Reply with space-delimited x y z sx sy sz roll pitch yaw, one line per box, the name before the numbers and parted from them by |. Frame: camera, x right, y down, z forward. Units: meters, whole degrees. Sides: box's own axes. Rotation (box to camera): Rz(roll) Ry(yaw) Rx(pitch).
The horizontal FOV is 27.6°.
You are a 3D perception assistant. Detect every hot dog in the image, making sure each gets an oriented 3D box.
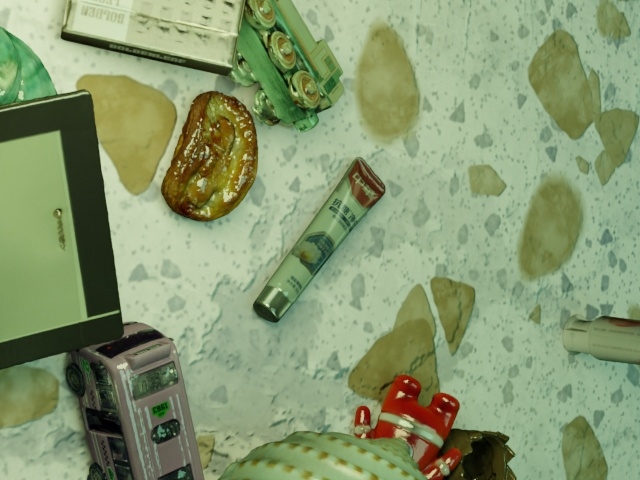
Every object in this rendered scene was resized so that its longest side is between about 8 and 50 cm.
hot dog | -0.119 -0.093 1.432 0.099 0.065 0.147 29 77 -34

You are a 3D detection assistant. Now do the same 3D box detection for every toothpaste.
toothpaste | 0.475 0.143 1.777 0.100 0.323 0.066 -22 106 -37
toothpaste | 0.000 0.000 1.557 0.062 0.039 0.239 50 60 -23

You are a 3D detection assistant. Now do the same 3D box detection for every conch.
conch | -0.316 -0.130 1.198 0.134 0.196 0.202 -41 159 -2
conch | -0.036 0.323 1.397 0.319 0.303 0.215 -28 95 -22

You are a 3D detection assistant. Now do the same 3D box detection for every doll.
doll | 0.085 0.289 1.606 0.142 0.076 0.245 26 70 7

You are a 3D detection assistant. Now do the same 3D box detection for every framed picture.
framed picture | -0.354 0.019 1.159 0.347 0.016 0.265 -15 120 -19

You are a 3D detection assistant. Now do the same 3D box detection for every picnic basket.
picnic basket | 0.209 0.311 1.657 0.128 0.178 0.137 12 85 -42

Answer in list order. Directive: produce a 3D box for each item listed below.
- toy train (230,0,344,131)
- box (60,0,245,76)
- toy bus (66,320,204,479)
toy train | -0.052 -0.218 1.466 0.194 0.081 0.125 59 33 -18
box | -0.151 -0.348 1.352 0.180 0.047 0.324 11 85 -11
toy bus | -0.189 0.190 1.361 0.096 0.108 0.198 -20 105 -38
